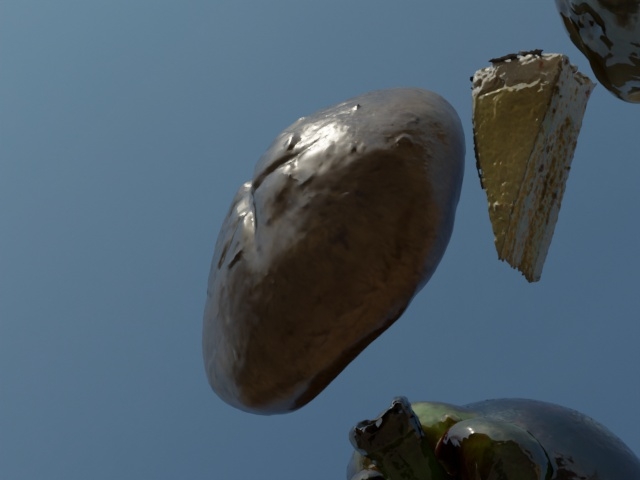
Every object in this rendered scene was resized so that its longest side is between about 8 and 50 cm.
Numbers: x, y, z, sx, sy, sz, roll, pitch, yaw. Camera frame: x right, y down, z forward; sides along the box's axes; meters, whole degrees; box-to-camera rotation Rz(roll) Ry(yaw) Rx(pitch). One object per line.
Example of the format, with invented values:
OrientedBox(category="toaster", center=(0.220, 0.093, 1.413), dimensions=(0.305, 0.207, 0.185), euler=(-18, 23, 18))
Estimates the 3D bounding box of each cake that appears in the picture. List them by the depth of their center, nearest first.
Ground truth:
OrientedBox(category="cake", center=(0.117, -0.041, 0.583), dimensions=(0.065, 0.052, 0.121), euler=(-14, -112, 36))

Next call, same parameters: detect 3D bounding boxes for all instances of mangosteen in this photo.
OrientedBox(category="mangosteen", center=(0.155, 0.280, 0.907), dimensions=(0.330, 0.330, 0.330), euler=(1, -84, 6))

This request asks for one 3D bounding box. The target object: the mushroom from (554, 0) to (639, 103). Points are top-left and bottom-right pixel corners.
OrientedBox(category="mushroom", center=(0.231, -0.028, 0.428), dimensions=(0.126, 0.177, 0.397), euler=(-18, -117, -21))

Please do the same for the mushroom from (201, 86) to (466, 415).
OrientedBox(category="mushroom", center=(0.000, 0.000, 0.798), dimensions=(0.146, 0.278, 0.278), euler=(36, -81, -23))
